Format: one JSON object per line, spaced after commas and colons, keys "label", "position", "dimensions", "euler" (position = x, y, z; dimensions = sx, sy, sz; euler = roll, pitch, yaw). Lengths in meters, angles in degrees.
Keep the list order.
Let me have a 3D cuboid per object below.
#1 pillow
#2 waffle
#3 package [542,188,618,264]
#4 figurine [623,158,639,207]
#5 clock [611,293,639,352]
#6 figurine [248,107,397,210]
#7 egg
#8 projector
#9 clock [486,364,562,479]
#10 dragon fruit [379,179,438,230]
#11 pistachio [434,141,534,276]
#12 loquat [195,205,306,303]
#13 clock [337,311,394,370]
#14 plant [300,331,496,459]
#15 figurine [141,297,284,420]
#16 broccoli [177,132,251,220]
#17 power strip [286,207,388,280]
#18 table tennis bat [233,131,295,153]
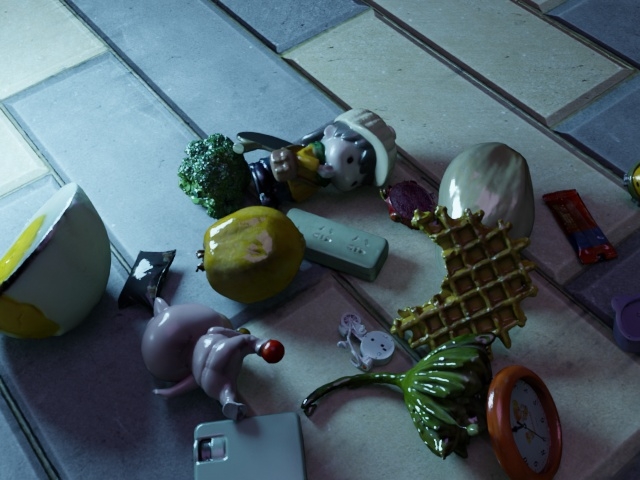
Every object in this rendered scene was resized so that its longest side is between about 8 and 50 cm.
{"label": "pillow", "position": [-0.364, 0.078, 1.668], "dimensions": [0.090, 0.048, 0.150], "euler": [10, 54, 8]}
{"label": "waffle", "position": [0.278, 0.085, 1.518], "dimensions": [0.259, 0.069, 0.293], "euler": [14, 95, 7]}
{"label": "package", "position": [0.554, -0.033, 1.712], "dimensions": [0.083, 0.022, 0.200], "euler": [-14, 52, -6]}
{"label": "figurine", "position": [0.748, -0.150, 1.762], "dimensions": [0.141, 0.166, 0.250], "euler": [-26, 14, 29]}
{"label": "clock", "position": [0.634, 0.152, 1.536], "dimensions": [0.152, 0.050, 0.110], "euler": [-11, 51, -6]}
{"label": "figurine", "position": [0.009, -0.183, 1.780], "dimensions": [0.332, 0.185, 0.204], "euler": [-10, 44, 7]}
{"label": "egg", "position": [-0.523, 0.062, 1.587], "dimensions": [0.337, 0.201, 0.337], "euler": [-36, 30, 24]}
{"label": "projector", "position": [-0.114, 0.429, 1.333], "dimensions": [0.192, 0.099, 0.257], "euler": [-7, 51, -3]}
{"label": "clock", "position": [0.344, 0.314, 1.349], "dimensions": [0.051, 0.205, 0.205], "euler": [-22, 38, 39]}
{"label": "dragon fruit", "position": [0.192, -0.070, 1.744], "dimensions": [0.126, 0.068, 0.112], "euler": [-11, 66, -22]}
{"label": "pistachio", "position": [0.331, -0.056, 1.641], "dimensions": [0.226, 0.208, 0.332], "euler": [-17, 52, 50]}
{"label": "loquat", "position": [-0.144, 0.027, 1.614], "dimensions": [0.234, 0.176, 0.187], "euler": [-16, 50, 6]}
{"label": "clock", "position": [0.080, 0.195, 1.547], "dimensions": [0.087, 0.041, 0.129], "euler": [-35, 61, -27]}
{"label": "plant", "position": [0.160, 0.240, 1.431], "dimensions": [0.333, 0.180, 0.251], "euler": [19, 44, 23]}
{"label": "figurine", "position": [-0.205, 0.216, 1.476], "dimensions": [0.287, 0.176, 0.186], "euler": [15, 8, 36]}
{"label": "broccoli", "position": [-0.237, -0.146, 1.788], "dimensions": [0.195, 0.156, 0.195], "euler": [27, 39, -25]}
{"label": "power strip", "position": [0.000, 0.000, 1.705], "dimensions": [0.288, 0.053, 0.093], "euler": [19, 55, 17]}
{"label": "table tennis bat", "position": [-0.136, -0.221, 1.825], "dimensions": [0.138, 0.022, 0.246], "euler": [20, 17, 13]}
